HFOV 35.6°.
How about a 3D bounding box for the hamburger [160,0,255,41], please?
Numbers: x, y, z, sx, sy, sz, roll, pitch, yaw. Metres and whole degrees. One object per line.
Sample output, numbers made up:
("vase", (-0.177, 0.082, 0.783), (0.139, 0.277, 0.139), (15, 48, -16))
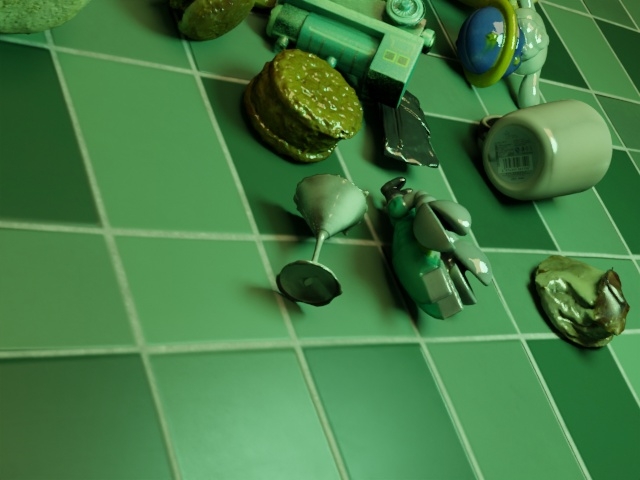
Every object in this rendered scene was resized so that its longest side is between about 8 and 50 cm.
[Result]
("hamburger", (-0.170, -0.404, 1.634), (0.185, 0.159, 0.131), (-27, 71, -30))

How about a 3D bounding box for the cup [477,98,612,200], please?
("cup", (0.415, -0.188, 1.974), (0.200, 0.191, 0.253), (-13, 36, -44))

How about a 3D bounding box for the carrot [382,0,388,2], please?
("carrot", (0.109, -0.586, 2.126), (0.078, 0.078, 0.298), (21, 40, -28))

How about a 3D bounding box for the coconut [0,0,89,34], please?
("coconut", (-0.431, -0.445, 1.340), (0.329, 0.329, 0.328), (24, 43, -25))

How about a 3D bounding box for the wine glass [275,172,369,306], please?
("wine glass", (0.000, 0.000, 1.465), (0.122, 0.122, 0.182), (32, 42, -17))

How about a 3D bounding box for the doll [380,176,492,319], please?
("doll", (0.176, -0.005, 1.591), (0.258, 0.153, 0.195), (63, 14, 14))

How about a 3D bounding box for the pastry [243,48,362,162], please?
("pastry", (-0.027, -0.220, 1.641), (0.189, 0.103, 0.188), (25, 43, -26))

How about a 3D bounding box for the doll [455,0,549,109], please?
("doll", (0.412, -0.453, 2.131), (0.243, 0.160, 0.310), (11, 84, -21))

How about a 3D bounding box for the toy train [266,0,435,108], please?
("toy train", (0.051, -0.374, 1.788), (0.298, 0.120, 0.194), (23, 67, 3))

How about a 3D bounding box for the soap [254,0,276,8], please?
("soap", (-0.141, -0.467, 1.805), (0.140, 0.045, 0.089), (22, 41, -25))

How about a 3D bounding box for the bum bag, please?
("bum bag", (0.147, -0.215, 1.832), (0.123, 0.060, 0.248), (24, 41, -24))

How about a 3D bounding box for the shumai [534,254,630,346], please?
("shumai", (0.491, 0.097, 1.820), (0.201, 0.120, 0.201), (22, 47, -26))

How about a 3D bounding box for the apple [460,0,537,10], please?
("apple", (0.355, -0.677, 2.290), (0.314, 0.252, 0.309), (-1, 31, -46))
